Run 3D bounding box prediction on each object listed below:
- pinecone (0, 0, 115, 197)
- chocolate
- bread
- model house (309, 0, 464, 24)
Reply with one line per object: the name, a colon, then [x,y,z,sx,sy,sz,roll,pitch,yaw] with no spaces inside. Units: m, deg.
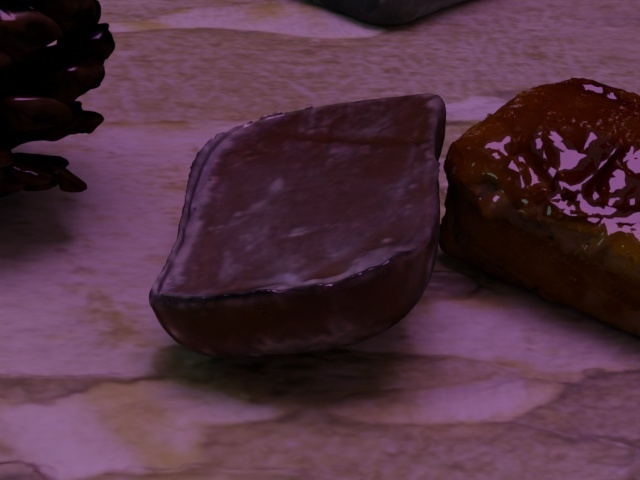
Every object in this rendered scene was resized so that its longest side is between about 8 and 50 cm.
pinecone: [-0.234,-0.136,1.046,0.224,0.273,0.224,7,-4,0]
chocolate: [-0.001,0.002,1.007,0.157,0.080,0.254,-6,27,10]
bread: [0.261,0.009,1.032,0.380,0.109,0.185,23,30,25]
model house: [0.033,-0.391,1.512,0.267,0.325,0.194,24,29,29]
